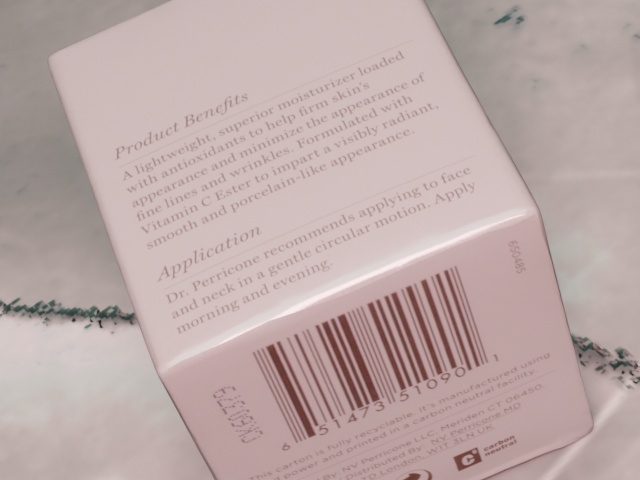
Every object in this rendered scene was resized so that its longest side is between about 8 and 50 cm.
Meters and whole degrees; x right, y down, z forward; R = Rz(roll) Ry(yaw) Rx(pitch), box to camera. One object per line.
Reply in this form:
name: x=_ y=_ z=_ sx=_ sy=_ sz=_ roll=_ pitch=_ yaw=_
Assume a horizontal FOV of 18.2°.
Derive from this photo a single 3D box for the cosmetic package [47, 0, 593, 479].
cosmetic package: x=0.000 y=0.000 z=0.809 sx=0.151 sy=0.151 sz=0.184 roll=-22 pitch=49 yaw=0
